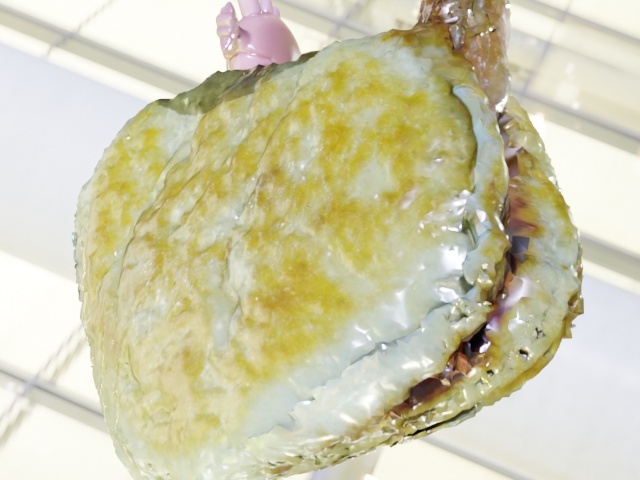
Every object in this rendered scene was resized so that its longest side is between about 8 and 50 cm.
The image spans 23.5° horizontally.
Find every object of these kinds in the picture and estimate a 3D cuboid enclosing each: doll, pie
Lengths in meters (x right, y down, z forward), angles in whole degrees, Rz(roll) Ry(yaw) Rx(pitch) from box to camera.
[{"bbox_3d":[-0.077,-0.231,2.076,0.262,0.093,0.211,40,-129,-61],"label":"doll"},{"bbox_3d":[-0.019,0.018,1.158,0.180,0.418,0.395,45,-148,-42],"label":"pie"}]
